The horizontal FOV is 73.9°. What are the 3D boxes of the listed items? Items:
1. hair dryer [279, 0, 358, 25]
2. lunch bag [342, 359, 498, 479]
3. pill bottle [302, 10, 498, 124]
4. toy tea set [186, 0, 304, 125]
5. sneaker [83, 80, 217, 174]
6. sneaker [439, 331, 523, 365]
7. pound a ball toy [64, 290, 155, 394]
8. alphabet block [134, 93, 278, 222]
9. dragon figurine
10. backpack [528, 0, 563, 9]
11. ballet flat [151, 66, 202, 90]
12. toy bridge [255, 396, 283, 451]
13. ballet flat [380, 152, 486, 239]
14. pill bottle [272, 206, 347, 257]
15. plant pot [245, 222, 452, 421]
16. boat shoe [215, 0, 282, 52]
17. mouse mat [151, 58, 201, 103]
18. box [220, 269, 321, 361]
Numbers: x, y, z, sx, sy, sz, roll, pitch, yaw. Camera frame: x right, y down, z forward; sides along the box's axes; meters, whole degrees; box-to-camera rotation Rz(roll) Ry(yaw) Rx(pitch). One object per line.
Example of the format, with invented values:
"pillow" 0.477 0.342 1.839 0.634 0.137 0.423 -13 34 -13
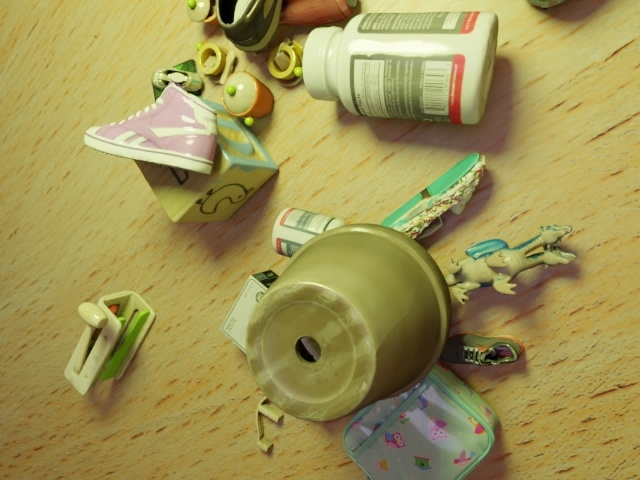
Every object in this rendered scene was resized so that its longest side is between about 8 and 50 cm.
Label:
"hair dryer" 0.013 -0.546 0.870 0.293 0.080 0.224 -40 63 17
"lunch bag" 0.181 0.377 0.838 0.224 0.108 0.279 41 110 16
"pill bottle" 0.136 -0.309 0.761 0.318 0.176 0.176 13 100 23
"toy tea set" -0.199 -0.416 0.935 0.336 0.124 0.200 43 110 15
"sneaker" -0.323 -0.228 0.825 0.282 0.102 0.161 11 96 13
"sneaker" 0.292 0.206 0.795 0.157 0.065 0.061 -13 89 25
"pound a ball toy" -0.599 0.259 1.137 0.135 0.208 0.319 39 110 17
"alphabet block" -0.253 -0.173 0.948 0.197 0.192 0.193 -40 76 23
"dragon figurine" 0.299 0.048 0.766 0.289 0.144 0.085 -23 86 44
"backpack" 0.393 -0.465 0.662 0.182 0.115 0.152 -43 80 25
"ballet flat" -0.367 -0.402 1.047 0.168 0.052 0.057 12 99 24
"toy bridge" -0.122 0.414 1.029 0.063 0.026 0.188 24 104 23
"ballet flat" 0.220 -0.066 0.808 0.241 0.091 0.077 -38 109 27
"pill bottle" 0.000 0.000 0.890 0.180 0.108 0.108 16 101 23
"plant pot" 0.030 0.135 0.681 0.323 0.280 0.323 2 94 22
"boat shoe" -0.115 -0.550 0.799 0.132 0.130 0.356 13 103 10
"mouse mat" -0.363 -0.349 1.084 0.152 0.007 0.190 -9 90 26
"box" -0.067 0.220 0.952 0.290 0.087 0.169 36 108 18
